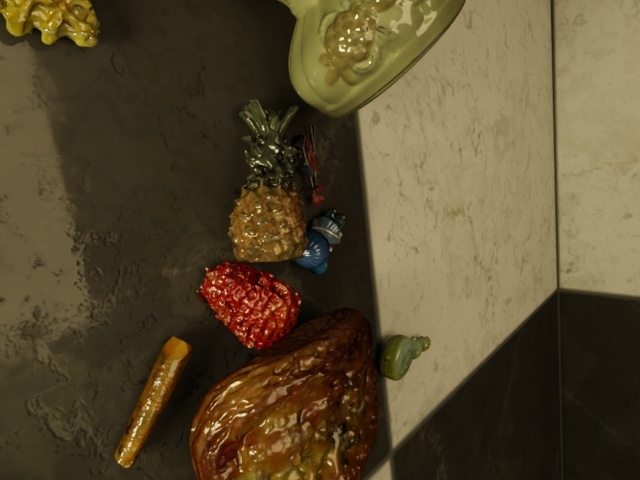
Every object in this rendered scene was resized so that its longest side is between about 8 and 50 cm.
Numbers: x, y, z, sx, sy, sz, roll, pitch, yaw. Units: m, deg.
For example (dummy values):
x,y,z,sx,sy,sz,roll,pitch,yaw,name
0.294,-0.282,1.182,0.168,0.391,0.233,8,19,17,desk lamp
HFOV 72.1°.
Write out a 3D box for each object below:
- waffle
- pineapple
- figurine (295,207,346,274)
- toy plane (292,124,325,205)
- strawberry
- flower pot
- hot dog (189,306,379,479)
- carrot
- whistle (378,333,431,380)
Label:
x,y,z,sx,sy,sz,roll,pitch,yaw,name
-0.300,-0.316,0.477,0.149,0.051,0.194,-14,102,-44,waffle
-0.081,-0.090,0.678,0.128,0.128,0.248,3,85,-46,pineapple
0.003,-0.005,0.798,0.077,0.079,0.136,34,66,3,figurine
-0.022,-0.133,0.792,0.060,0.037,0.145,-26,107,-53,toy plane
-0.102,0.105,0.691,0.188,0.082,0.121,40,67,-43,strawberry
0.035,-0.366,0.668,0.244,0.307,0.308,41,62,-21,flower pot
-0.014,0.261,0.699,0.387,0.174,0.267,-22,110,-51,hot dog
-0.227,0.215,0.595,0.042,0.042,0.171,38,69,-41,carrot
0.201,0.262,1.042,0.198,0.057,0.104,-8,109,-53,whistle
